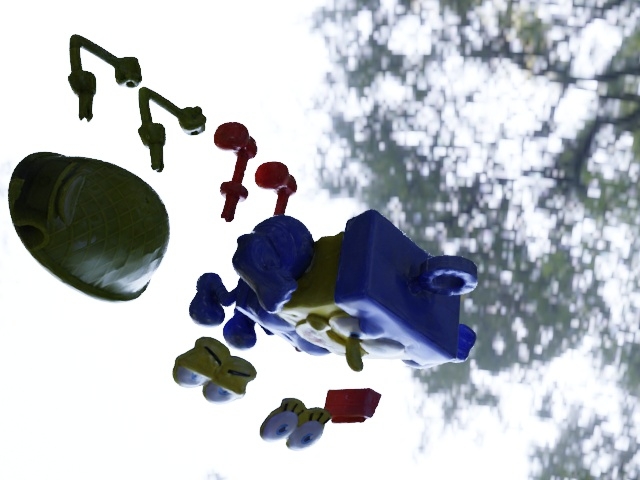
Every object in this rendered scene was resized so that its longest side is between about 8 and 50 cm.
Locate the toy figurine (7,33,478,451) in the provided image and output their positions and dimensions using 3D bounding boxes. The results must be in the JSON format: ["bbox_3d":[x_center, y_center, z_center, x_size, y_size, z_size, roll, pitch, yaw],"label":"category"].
[{"bbox_3d":[0.000,0.000,1.079,0.217,0.362,0.191,-6,-123,38],"label":"toy figurine"}]
